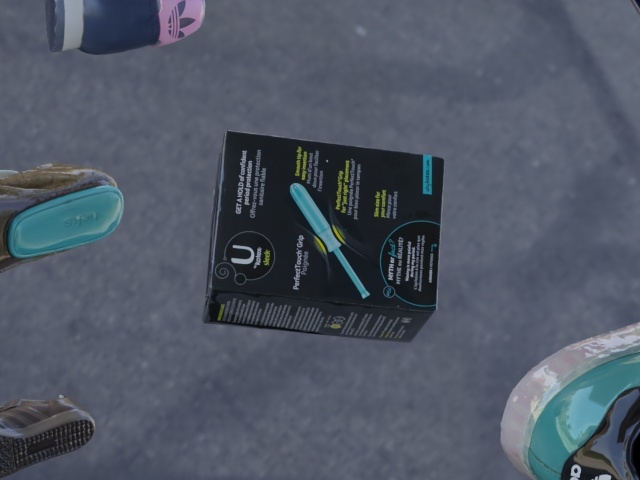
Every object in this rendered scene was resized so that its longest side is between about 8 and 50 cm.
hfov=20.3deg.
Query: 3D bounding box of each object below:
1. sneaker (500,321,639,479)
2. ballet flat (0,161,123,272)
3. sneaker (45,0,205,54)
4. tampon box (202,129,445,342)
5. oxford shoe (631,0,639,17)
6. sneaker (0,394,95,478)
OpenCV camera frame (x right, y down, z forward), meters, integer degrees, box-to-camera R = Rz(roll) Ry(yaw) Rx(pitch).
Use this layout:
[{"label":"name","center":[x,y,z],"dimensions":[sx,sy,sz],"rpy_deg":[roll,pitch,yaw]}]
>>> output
[{"label":"sneaker","center":[0.259,0.078,1.031],"dimensions":[0.302,0.108,0.121],"rpy_deg":[-27,30,-16]},{"label":"ballet flat","center":[-0.364,-0.021,1.867],"dimensions":[0.124,0.116,0.342],"rpy_deg":[28,34,34]},{"label":"sneaker","center":[-0.164,-0.266,1.503],"dimensions":[0.131,0.112,0.319],"rpy_deg":[1,47,-8]},{"label":"tampon box","center":[0.000,0.000,1.294],"dimensions":[0.161,0.101,0.120],"rpy_deg":[7,72,-6]},{"label":"oxford shoe","center":[0.141,-0.199,0.828],"dimensions":[0.098,0.097,0.271],"rpy_deg":[-26,81,-16]},{"label":"sneaker","center":[-0.348,0.216,1.986],"dimensions":[0.188,0.066,0.071],"rpy_deg":[-8,31,-31]}]
